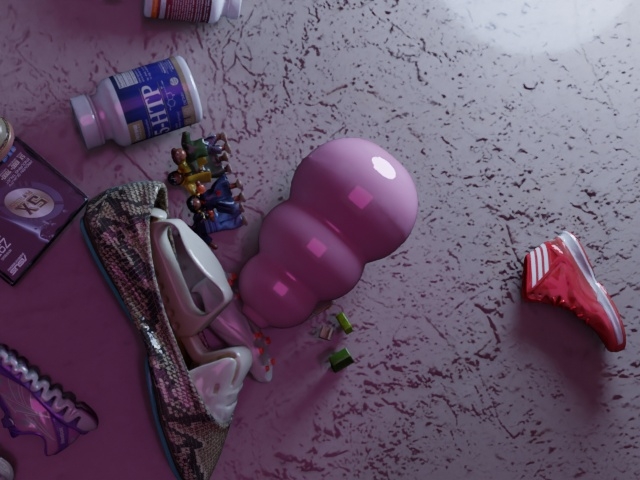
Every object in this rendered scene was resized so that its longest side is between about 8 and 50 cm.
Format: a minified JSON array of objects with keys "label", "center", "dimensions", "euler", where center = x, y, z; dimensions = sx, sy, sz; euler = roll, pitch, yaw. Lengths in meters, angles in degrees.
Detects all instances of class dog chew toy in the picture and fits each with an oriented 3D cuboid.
[{"label":"dog chew toy","center":[0.000,0.000,1.882],"dimensions":[0.207,0.206,0.332],"euler":[41,82,-6]}]

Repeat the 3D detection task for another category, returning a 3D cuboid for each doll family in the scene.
[{"label":"doll family","center":[-0.187,-0.079,1.916],"dimensions":[0.111,0.076,0.193],"euler":[-19,93,-17]}]

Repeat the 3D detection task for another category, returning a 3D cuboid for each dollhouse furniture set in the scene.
[{"label":"dollhouse furniture set","center":[0.004,0.136,1.963],"dimensions":[0.076,0.058,0.151],"euler":[-31,73,-5]}]

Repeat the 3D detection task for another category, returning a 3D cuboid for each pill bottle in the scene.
[{"label":"pill bottle","center":[-0.289,-0.210,1.884],"dimensions":[0.187,0.112,0.112],"euler":[-20,90,-12]},{"label":"pill bottle","center":[-0.205,-0.393,1.928],"dimensions":[0.152,0.086,0.086],"euler":[4,85,-11]}]

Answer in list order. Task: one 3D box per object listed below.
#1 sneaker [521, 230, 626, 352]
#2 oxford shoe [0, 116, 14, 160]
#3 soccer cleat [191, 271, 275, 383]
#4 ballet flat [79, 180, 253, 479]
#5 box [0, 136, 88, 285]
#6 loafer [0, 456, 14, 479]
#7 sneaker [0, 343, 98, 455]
[{"label":"sneaker","center":[0.413,0.106,2.029],"dimensions":[0.128,0.087,0.221],"euler":[-26,79,-4]},{"label":"oxford shoe","center":[-0.629,-0.129,1.770],"dimensions":[0.348,0.130,0.123],"euler":[-18,58,-6]},{"label":"soccer cleat","center":[-0.136,0.142,1.920],"dimensions":[0.076,0.068,0.196],"euler":[-23,98,16]},{"label":"ballet flat","center":[-0.209,0.133,1.839],"dimensions":[0.182,0.164,0.482],"euler":[-21,88,13]},{"label":"box","center":[-0.471,-0.043,1.853],"dimensions":[0.147,0.077,0.180],"euler":[42,79,-6]},{"label":"loafer","center":[-0.606,0.297,1.784],"dimensions":[0.319,0.112,0.111],"euler":[37,71,-7]},{"label":"sneaker","center":[-0.456,0.241,1.832],"dimensions":[0.236,0.095,0.104],"euler":[40,87,-7]}]
